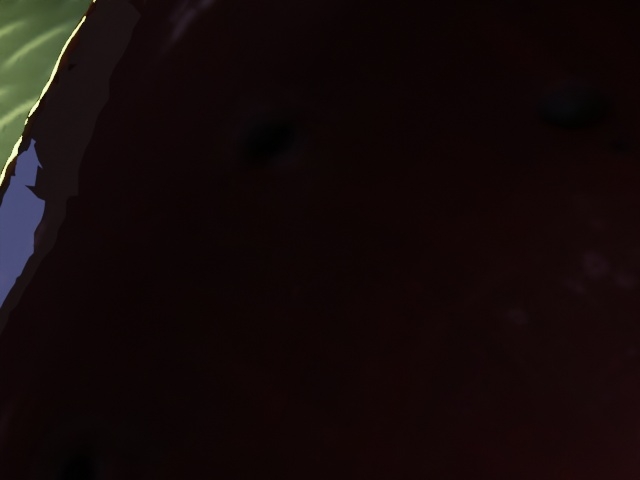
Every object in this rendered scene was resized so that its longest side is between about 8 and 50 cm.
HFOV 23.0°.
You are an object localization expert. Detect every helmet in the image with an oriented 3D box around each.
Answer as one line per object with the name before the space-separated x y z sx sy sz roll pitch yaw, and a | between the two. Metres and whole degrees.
helmet | 0.073 0.102 0.347 0.337 0.230 0.385 -23 58 38
